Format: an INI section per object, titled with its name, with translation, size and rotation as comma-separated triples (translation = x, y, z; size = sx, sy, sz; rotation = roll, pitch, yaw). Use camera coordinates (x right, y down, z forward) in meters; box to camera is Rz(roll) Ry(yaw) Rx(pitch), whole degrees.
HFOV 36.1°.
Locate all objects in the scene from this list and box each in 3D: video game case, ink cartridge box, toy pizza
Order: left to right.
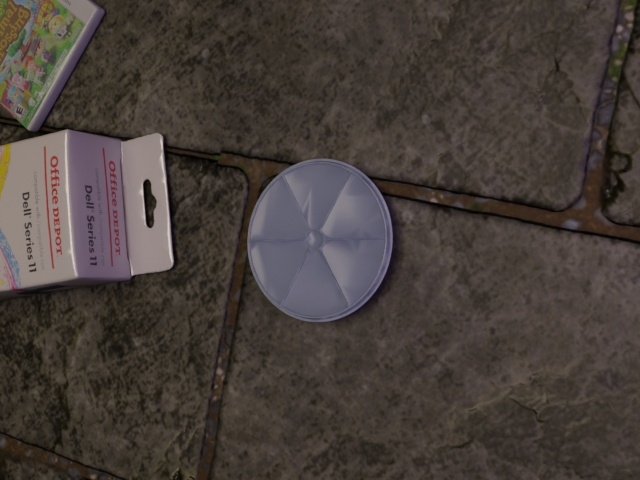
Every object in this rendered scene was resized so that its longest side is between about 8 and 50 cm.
[video game case]
translation = -0.435, -0.302, 1.463
size = 0.193, 0.023, 0.212
rotation = 41, 106, 24
[ink cartridge box]
translation = -0.384, -0.033, 1.367
size = 0.354, 0.119, 0.207
rotation = -10, 83, 28
[toy pizza]
translation = 0.000, 0.000, 1.208
size = 0.201, 0.032, 0.201
rotation = -2, 86, 28
